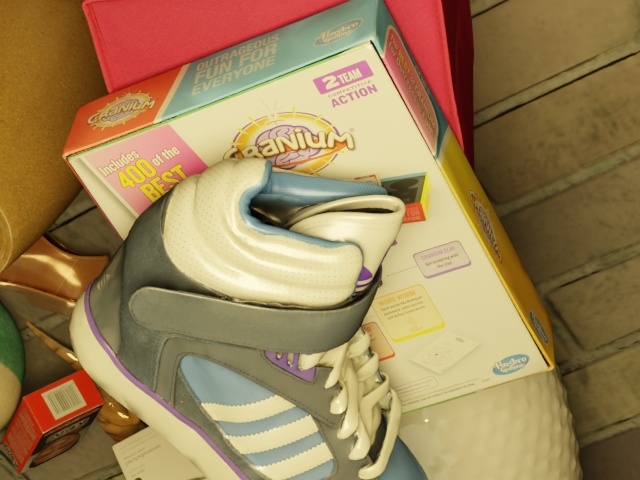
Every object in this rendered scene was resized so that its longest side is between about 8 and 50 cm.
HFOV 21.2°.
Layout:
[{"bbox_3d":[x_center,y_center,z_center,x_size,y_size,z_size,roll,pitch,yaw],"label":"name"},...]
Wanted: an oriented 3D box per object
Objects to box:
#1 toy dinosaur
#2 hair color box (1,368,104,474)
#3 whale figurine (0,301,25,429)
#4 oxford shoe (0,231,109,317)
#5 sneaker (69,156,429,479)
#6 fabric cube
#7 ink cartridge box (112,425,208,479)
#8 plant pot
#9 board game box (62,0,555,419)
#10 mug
[{"bbox_3d":[-0.204,0.163,1.710,0.112,0.064,0.211,-14,125,17],"label":"toy dinosaur"},{"bbox_3d":[-0.266,0.180,1.687,0.043,0.072,0.141,59,153,11],"label":"hair color box"},{"bbox_3d":[-0.396,0.117,1.667,0.216,0.141,0.272,27,150,-27],"label":"whale figurine"},{"bbox_3d":[-0.300,0.009,1.607,0.212,0.076,0.076,16,98,-5],"label":"oxford shoe"},{"bbox_3d":[0.008,0.076,1.169,0.323,0.130,0.236,37,127,-16],"label":"sneaker"},{"bbox_3d":[-0.013,-0.156,1.319,0.254,0.258,0.259,-5,128,8],"label":"fabric cube"},{"bbox_3d":[-0.114,0.256,1.643,0.104,0.180,0.060,-29,157,3],"label":"ink cartridge box"},{"bbox_3d":[-0.284,-0.085,1.401,0.237,0.254,0.237,2,127,3],"label":"plant pot"},{"bbox_3d":[0.000,0.000,1.236,0.242,0.064,0.316,-18,124,19],"label":"board game box"},{"bbox_3d":[0.061,0.180,1.599,0.374,0.276,0.328,15,130,33],"label":"mug"}]
